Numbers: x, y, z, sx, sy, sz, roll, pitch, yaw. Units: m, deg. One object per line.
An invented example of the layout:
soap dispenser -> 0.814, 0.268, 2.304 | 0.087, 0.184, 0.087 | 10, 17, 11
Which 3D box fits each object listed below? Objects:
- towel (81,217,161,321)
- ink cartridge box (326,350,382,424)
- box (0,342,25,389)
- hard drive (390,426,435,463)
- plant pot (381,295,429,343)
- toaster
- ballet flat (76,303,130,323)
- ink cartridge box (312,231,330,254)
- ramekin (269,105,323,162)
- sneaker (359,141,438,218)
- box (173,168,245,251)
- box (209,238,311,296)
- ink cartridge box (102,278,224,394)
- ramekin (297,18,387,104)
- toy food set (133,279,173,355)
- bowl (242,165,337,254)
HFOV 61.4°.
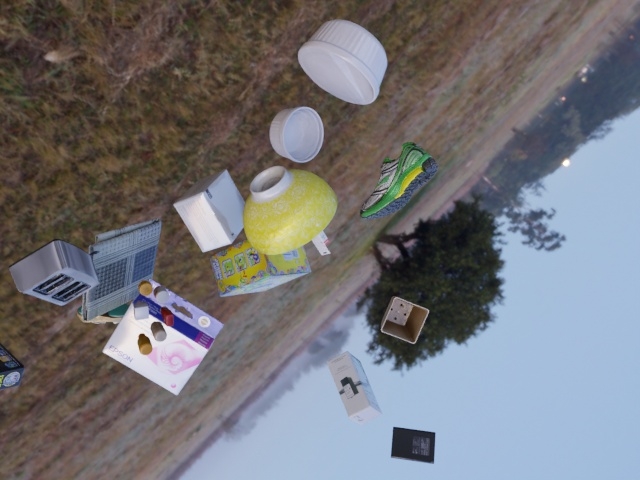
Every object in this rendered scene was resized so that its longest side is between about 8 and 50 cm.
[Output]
towel -> -0.697, 0.094, 1.879 | 0.324, 0.056, 0.313 | -33, 145, -59
ink cartridge box -> 0.117, 0.501, 1.828 | 0.086, 0.209, 0.153 | -29, 147, 7
box -> -0.932, 0.297, 1.372 | 0.216, 0.270, 0.060 | 2, 114, -62
hard drive -> 0.292, 0.646, 1.702 | 0.022, 0.135, 0.094 | 78, 19, -64
plant pot -> 0.239, 0.222, 1.585 | 0.096, 0.109, 0.109 | -108, -140, -82
toaster -> -0.733, 0.089, 1.513 | 0.185, 0.110, 0.168 | -31, 157, 0
ballet flat -> -0.830, 0.291, 2.115 | 0.080, 0.232, 0.073 | -89, -178, -52
ink cartridge box -> 0.000, 0.000, 2.081 | 0.029, 0.115, 0.062 | -42, -164, -33
ramekin -> -0.098, -0.405, 2.044 | 0.109, 0.207, 0.207 | 17, -128, 43
sneaker -> 0.251, -0.198, 1.868 | 0.134, 0.146, 0.343 | -8, 149, -50
box -> -0.328, -0.094, 1.669 | 0.118, 0.181, 0.182 | -16, -156, 25
box -> -0.247, 0.102, 2.239 | 0.279, 0.177, 0.289 | -24, 167, 29
ink cartridge box -> -0.574, 0.357, 1.968 | 0.330, 0.324, 0.071 | -55, -173, 17
ramekin -> 0.078, -0.542, 1.626 | 0.127, 0.272, 0.273 | -59, 180, -8
toy food set -> -0.519, 0.222, 1.662 | 0.111, 0.233, 0.104 | -7, -163, -25
bowl -> -0.114, -0.115, 1.523 | 0.289, 0.156, 0.290 | -20, -142, 16
